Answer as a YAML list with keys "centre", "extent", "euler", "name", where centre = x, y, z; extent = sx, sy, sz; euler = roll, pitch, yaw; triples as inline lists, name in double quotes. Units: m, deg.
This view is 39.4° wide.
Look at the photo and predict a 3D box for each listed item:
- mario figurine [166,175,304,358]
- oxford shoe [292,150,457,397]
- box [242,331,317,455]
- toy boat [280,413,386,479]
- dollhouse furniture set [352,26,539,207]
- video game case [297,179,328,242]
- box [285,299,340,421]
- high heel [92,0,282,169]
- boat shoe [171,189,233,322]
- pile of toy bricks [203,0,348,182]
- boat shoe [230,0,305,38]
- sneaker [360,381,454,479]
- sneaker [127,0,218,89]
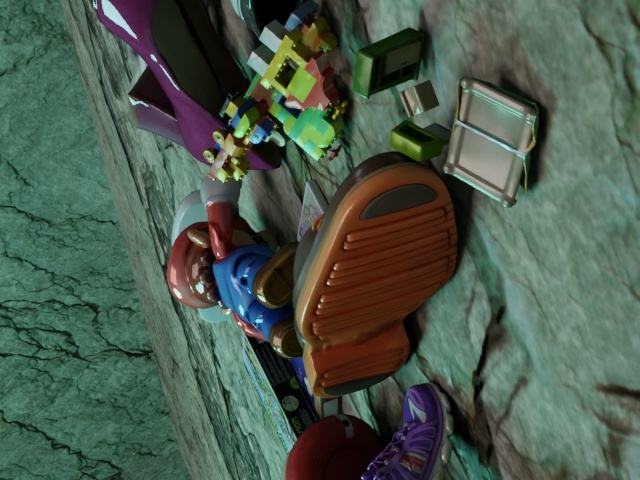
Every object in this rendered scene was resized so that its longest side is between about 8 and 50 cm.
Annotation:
- centre: [-0.071, 0.028, 1.112]
  extent: [0.320, 0.170, 0.198]
  euler: [24, 99, 59]
  name: "mario figurine"
- centre: [0.021, 0.019, 0.774]
  extent: [0.364, 0.130, 0.133]
  euler: [104, 149, -59]
  name: "oxford shoe"
- centre: [-0.048, 0.222, 1.210]
  extent: [0.207, 0.036, 0.114]
  euler: [59, 161, 30]
  name: "box"
- centre: [0.061, 0.285, 0.950]
  extent: [0.151, 0.151, 0.231]
  euler: [-50, 56, 34]
  name: "toy boat"
- centre: [0.095, -0.090, 0.604]
  extent: [0.151, 0.058, 0.076]
  euler: [34, 136, 32]
  name: "dollhouse furniture set"
- centre: [0.000, 0.000, 0.998]
  extent: [0.122, 0.011, 0.087]
  euler: [102, 145, -59]
  name: "video game case"
- centre: [-0.036, 0.151, 1.221]
  extent: [0.225, 0.036, 0.136]
  euler: [-124, 23, -43]
  name: "box"
- centre: [-0.117, -0.208, 0.918]
  extent: [0.377, 0.181, 0.127]
  euler: [94, -163, -65]
  name: "high heel"
- centre: [-0.186, 0.010, 1.429]
  extent: [0.102, 0.108, 0.301]
  euler: [57, 165, 34]
  name: "boat shoe"
- centre: [-0.021, -0.117, 0.833]
  extent: [0.105, 0.118, 0.212]
  euler: [41, 141, 3]
  name: "pile of toy bricks"
- centre: [-0.039, -0.244, 0.764]
  extent: [0.076, 0.080, 0.228]
  euler: [59, 161, 16]
  name: "boat shoe"
- centre: [0.074, 0.199, 0.791]
  extent: [0.068, 0.071, 0.170]
  euler: [115, 173, -54]
  name: "sneaker"
- centre: [-0.196, -0.310, 1.138]
  extent: [0.146, 0.122, 0.331]
  euler: [-37, 71, 53]
  name: "sneaker"
